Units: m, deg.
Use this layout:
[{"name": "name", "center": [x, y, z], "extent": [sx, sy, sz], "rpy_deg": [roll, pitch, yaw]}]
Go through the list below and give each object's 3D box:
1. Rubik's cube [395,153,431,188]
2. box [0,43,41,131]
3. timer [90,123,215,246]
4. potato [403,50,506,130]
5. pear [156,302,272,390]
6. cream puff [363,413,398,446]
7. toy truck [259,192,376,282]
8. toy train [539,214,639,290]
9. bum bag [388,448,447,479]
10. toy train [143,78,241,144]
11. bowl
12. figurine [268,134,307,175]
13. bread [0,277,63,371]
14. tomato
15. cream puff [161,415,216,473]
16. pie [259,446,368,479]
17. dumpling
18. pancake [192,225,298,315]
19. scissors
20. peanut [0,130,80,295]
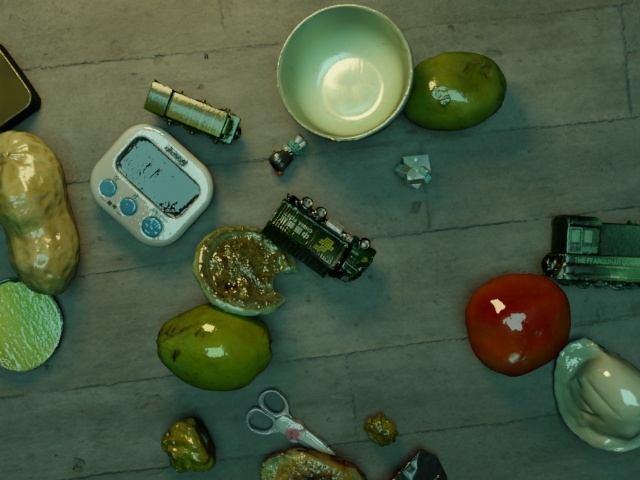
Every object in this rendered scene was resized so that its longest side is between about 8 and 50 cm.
[{"name": "Rubik's cube", "center": [0.226, -0.162, 1.648], "extent": [0.084, 0.075, 0.073], "rpy_deg": [-12, 77, 13]}, {"name": "box", "center": [-0.763, -0.362, 1.590], "extent": [0.144, 0.090, 0.201], "rpy_deg": [-36, 94, 0]}, {"name": "timer", "center": [-0.394, -0.129, 1.620], "extent": [0.262, 0.087, 0.237], "rpy_deg": [43, 91, -4]}, {"name": "potato", "center": [0.313, -0.351, 1.606], "extent": [0.253, 0.148, 0.187], "rpy_deg": [-19, 97, -2]}, {"name": "pear", "center": [-0.244, 0.246, 1.585], "extent": [0.268, 0.212, 0.213], "rpy_deg": [2, 93, -10]}, {"name": "cream puff", "center": [0.150, 0.471, 1.688], "extent": [0.083, 0.058, 0.083], "rpy_deg": [-12, 95, 0]}, {"name": "toy truck", "center": [0.000, 0.000, 1.627], "extent": [0.259, 0.088, 0.121], "rpy_deg": [35, 65, -4]}, {"name": "toy train", "center": [0.700, 0.033, 1.651], "extent": [0.329, 0.138, 0.178], "rpy_deg": [3, 89, -3]}, {"name": "bum bag", "center": [0.202, 0.626, 1.681], "extent": [0.248, 0.060, 0.123], "rpy_deg": [-39, 100, -21]}, {"name": "toy train", "center": [-0.293, -0.293, 1.590], "extent": [0.225, 0.137, 0.090], "rpy_deg": [21, 92, -2]}, {"name": "bowl", "center": [0.064, -0.372, 1.572], "extent": [0.306, 0.163, 0.308], "rpy_deg": [0, 91, 10]}, {"name": "figurine", "center": [-0.077, -0.208, 1.652], "extent": [0.106, 0.047, 0.060], "rpy_deg": [-41, 130, -7]}, {"name": "bread", "center": [-0.734, 0.203, 1.652], "extent": [0.228, 0.033, 0.229], "rpy_deg": [0, 93, -4]}, {"name": "tomato", "center": [0.476, 0.201, 1.629], "extent": [0.259, 0.180, 0.260], "rpy_deg": [0, 95, -4]}, {"name": "cream puff", "center": [-0.323, 0.495, 1.633], "extent": [0.116, 0.146, 0.146], "rpy_deg": [-25, 94, 0]}, {"name": "pie", "center": [-0.016, 0.650, 1.676], "extent": [0.307, 0.085, 0.309], "rpy_deg": [0, 96, -4]}, {"name": "dumpling", "center": [0.693, 0.387, 1.676], "extent": [0.175, 0.243, 0.227], "rpy_deg": [26, 114, -41]}, {"name": "pancake", "center": [-0.175, 0.064, 1.595], "extent": [0.253, 0.037, 0.254], "rpy_deg": [11, 56, -17]}, {"name": "scissors", "center": [-0.066, 0.472, 1.693], "extent": [0.242, 0.030, 0.118], "rpy_deg": [36, 94, -4]}, {"name": "peanut", "center": [-0.652, -0.062, 1.561], "extent": [0.169, 0.192, 0.388], "rpy_deg": [-16, 93, -9]}]
